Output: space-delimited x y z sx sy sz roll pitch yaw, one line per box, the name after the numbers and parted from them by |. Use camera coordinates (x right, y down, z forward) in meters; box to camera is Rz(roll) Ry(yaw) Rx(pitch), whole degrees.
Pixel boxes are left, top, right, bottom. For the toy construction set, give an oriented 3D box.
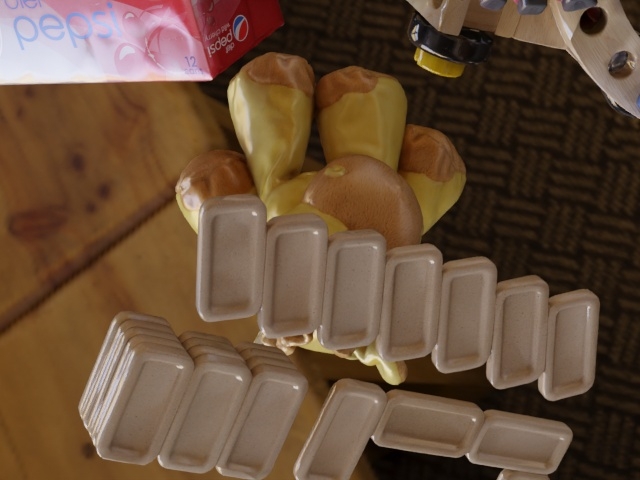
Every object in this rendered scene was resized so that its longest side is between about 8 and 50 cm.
0.151 -0.236 0.959 0.237 0.257 0.309 5 50 -12 | toy construction set

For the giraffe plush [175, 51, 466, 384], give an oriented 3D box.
0.000 0.000 0.857 0.181 0.170 0.210 12 97 -6 | giraffe plush

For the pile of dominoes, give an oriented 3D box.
0.014 0.081 0.706 0.196 0.251 0.040 -66 31 17 | pile of dominoes

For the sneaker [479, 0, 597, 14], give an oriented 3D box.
-0.002 -0.174 0.514 0.121 0.299 0.112 -26 55 52 | sneaker

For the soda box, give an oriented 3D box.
-0.158 -0.148 0.866 0.263 0.083 0.092 2 121 33 | soda box
